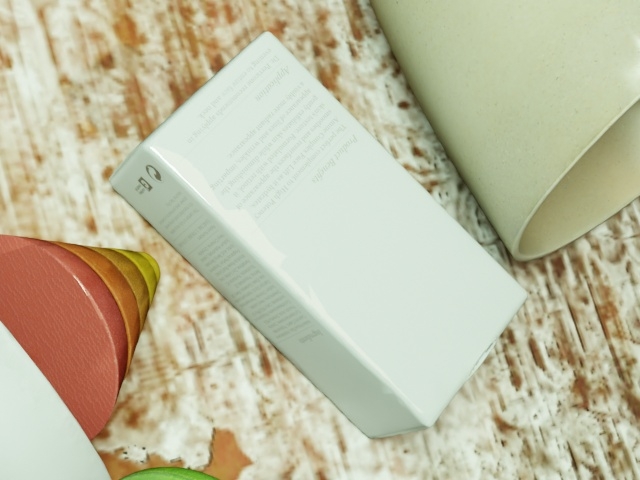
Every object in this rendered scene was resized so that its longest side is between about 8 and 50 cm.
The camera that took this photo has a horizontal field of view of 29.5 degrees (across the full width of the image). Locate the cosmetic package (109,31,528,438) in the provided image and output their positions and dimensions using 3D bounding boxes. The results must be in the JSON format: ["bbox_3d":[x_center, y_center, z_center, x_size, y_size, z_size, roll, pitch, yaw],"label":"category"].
[{"bbox_3d":[0.000,0.000,0.734,0.231,0.085,0.117,47,63,-7],"label":"cosmetic package"}]

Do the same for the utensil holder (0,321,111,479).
[{"bbox_3d":[-0.318,0.137,0.418,0.327,0.327,0.385,45,63,-6],"label":"utensil holder"}]

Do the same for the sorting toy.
[{"bbox_3d":[-0.060,0.138,0.674,0.365,0.127,0.126,56,32,-3],"label":"sorting toy"}]

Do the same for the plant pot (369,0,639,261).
[{"bbox_3d":[0.136,-0.173,0.773,0.256,0.256,0.274,-29,71,-28],"label":"plant pot"}]
